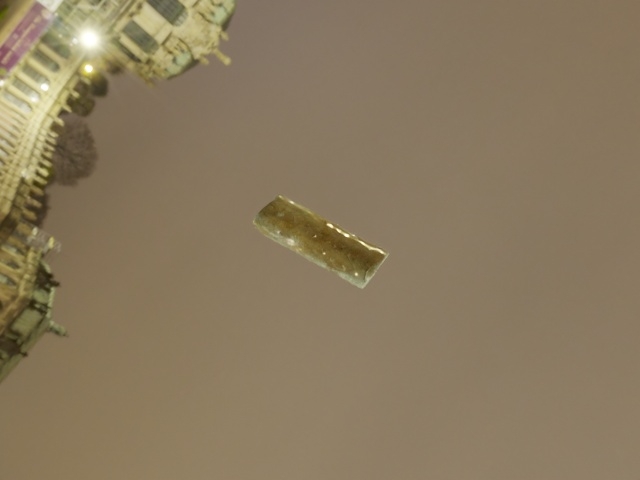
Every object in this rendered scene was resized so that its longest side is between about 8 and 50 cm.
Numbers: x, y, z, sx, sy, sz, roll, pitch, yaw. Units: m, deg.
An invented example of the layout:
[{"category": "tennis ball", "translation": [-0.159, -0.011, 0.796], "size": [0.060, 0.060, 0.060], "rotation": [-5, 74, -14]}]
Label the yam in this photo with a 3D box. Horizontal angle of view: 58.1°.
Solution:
[{"category": "yam", "translation": [0.000, 0.000, 1.117], "size": [0.093, 0.259, 0.093], "rotation": [-60, 175, -8]}]
